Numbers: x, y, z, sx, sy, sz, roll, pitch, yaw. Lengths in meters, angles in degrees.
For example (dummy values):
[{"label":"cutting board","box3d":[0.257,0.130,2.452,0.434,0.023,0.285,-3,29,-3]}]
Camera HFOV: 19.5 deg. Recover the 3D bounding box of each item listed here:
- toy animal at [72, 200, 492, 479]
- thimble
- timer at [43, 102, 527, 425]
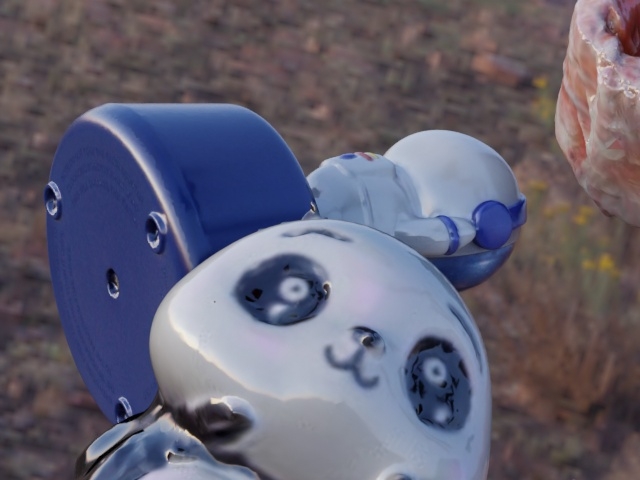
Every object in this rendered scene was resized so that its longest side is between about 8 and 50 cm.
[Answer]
[{"label":"toy animal","box3d":[-0.025,0.136,1.219,0.251,0.310,0.251,34,-9,6]},{"label":"thimble","box3d":[0.321,-0.129,1.605,0.239,0.162,0.239,1,49,-1]},{"label":"timer","box3d":[0.000,0.000,1.505,0.383,0.270,0.270,-12,25,-29]}]
